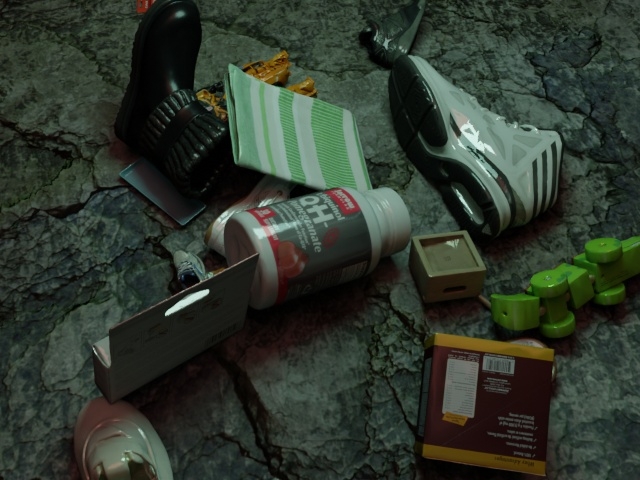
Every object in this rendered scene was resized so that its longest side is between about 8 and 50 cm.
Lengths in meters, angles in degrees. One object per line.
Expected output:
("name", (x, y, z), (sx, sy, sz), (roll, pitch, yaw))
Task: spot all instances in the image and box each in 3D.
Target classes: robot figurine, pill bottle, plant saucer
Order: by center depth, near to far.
("pill bottle", (0.000, 0.000, 1.347), (0.319, 0.176, 0.176), (-16, 59, -26))
("plant saucer", (-0.322, -0.099, 1.505), (0.192, 0.018, 0.067), (36, 63, 20))
("robot figurine", (-0.164, -0.296, 1.597), (0.291, 0.085, 0.211), (-31, 63, -20))

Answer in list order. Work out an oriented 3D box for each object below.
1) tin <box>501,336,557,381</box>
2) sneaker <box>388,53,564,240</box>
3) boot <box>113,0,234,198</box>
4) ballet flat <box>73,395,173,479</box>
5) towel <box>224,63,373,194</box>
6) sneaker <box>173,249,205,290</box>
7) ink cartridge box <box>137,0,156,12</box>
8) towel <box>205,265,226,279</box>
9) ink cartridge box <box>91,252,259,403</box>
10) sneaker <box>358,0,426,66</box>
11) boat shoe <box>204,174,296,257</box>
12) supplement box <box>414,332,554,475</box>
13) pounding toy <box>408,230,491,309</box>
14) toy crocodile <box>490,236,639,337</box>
("tin", (0.327, 0.233, 1.309), (0.190, 0.040, 0.106), (-15, 55, -11))
("sneaker", (0.334, -0.220, 1.550), (0.258, 0.169, 0.447), (-18, 67, -24))
("boot", (-0.259, -0.282, 1.452), (0.260, 0.347, 0.131), (36, 26, 33))
("ballet flat", (-0.286, 0.395, 1.123), (0.139, 0.139, 0.400), (-19, 60, -14))
("towel", (-0.040, -0.210, 1.475), (0.325, 0.038, 0.247), (15, 51, -36))
("sneaker", (-0.241, 0.063, 1.371), (0.052, 0.058, 0.135), (-35, 61, 0))
("ink cartridge box", (-0.393, -0.590, 1.809), (0.115, 0.029, 0.062), (-4, 58, -5))
("towel", (-0.193, 0.091, 1.393), (0.060, 0.009, 0.083), (-18, 60, -12))
("ink cartridge box", (-0.237, 0.127, 1.204), (0.275, 0.238, 0.060), (-28, 62, -32))
("sneaker", (0.172, -0.514, 1.750), (0.130, 0.087, 0.227), (22, 64, 4))
("boat shoe", (-0.102, -0.059, 1.449), (0.096, 0.098, 0.277), (39, 65, 10))
("supplement box", (0.261, 0.264, 1.197), (0.191, 0.129, 0.194), (8, 78, 3))
("pounding toy", (0.252, 0.063, 1.390), (0.141, 0.100, 0.130), (-6, 44, -9))
("toy crocodile", (0.470, 0.079, 1.373), (0.341, 0.115, 0.105), (-26, 23, -18))
